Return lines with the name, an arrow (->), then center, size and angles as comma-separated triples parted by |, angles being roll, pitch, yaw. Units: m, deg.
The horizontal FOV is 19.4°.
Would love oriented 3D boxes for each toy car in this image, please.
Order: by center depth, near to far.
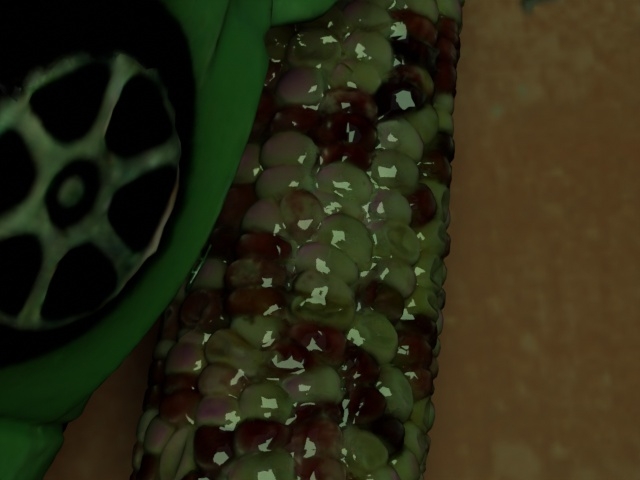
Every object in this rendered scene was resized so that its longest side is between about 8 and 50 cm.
toy car -> -0.134, 0.005, 0.526 | 0.213, 0.176, 0.358 | 26, 93, 34

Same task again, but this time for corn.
corn -> 0.000, 0.000, 0.589 | 0.092, 0.092, 0.280 | 9, 74, -3
